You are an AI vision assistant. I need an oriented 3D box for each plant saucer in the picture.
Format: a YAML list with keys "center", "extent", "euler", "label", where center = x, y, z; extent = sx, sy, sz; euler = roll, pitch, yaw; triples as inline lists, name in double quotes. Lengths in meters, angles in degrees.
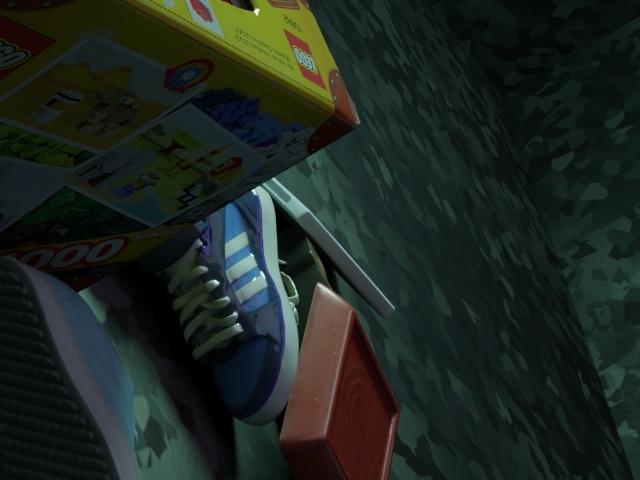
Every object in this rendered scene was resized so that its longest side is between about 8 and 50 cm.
- center: [0.035, 0.225, 1.722]
  extent: [0.258, 0.047, 0.259]
  euler: [-76, 152, -43]
  label: "plant saucer"

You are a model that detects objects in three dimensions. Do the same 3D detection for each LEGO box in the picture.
- center: [-0.249, -0.141, 1.210]
  extent: [0.500, 0.372, 0.193]
  euler: [18, 45, -63]
  label: "LEGO box"

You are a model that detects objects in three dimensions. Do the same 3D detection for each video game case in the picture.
- center: [0.000, 0.000, 2.074]
  extent: [0.227, 0.026, 0.206]
  euler: [48, -2, -31]
  label: "video game case"

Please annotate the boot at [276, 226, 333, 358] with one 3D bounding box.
- center: [-0.011, 0.111, 1.886]
  extent: [0.115, 0.112, 0.305]
  euler: [56, 15, -33]
  label: "boot"

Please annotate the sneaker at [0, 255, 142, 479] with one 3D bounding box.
- center: [-0.199, 0.180, 1.238]
  extent: [0.150, 0.135, 0.366]
  euler: [22, 43, -57]
  label: "sneaker"

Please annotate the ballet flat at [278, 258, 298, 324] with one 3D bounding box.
- center: [-0.067, 0.083, 1.797]
  extent: [0.221, 0.079, 0.077]
  euler: [-90, 177, -58]
  label: "ballet flat"

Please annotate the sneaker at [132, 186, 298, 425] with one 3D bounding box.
- center: [-0.157, 0.044, 1.615]
  extent: [0.236, 0.130, 0.323]
  euler: [18, 55, -40]
  label: "sneaker"
